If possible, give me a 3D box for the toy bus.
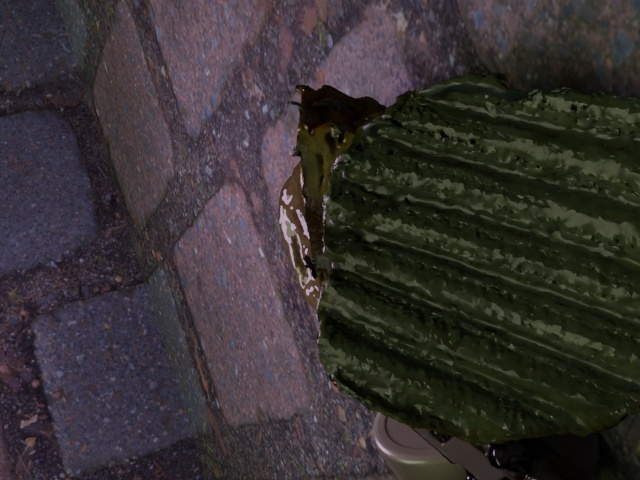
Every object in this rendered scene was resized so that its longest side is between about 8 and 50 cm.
[{"bbox_3d":[0.162,0.177,0.934,0.317,0.138,0.112,42,146,6],"label":"toy bus"}]

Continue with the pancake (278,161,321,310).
[{"bbox_3d":[0.000,0.000,1.391,0.294,0.049,0.294,43,141,50],"label":"pancake"}]

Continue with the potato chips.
[{"bbox_3d":[0.176,0.025,0.788,0.429,0.070,0.358,16,100,27],"label":"potato chips"}]

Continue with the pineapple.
[{"bbox_3d":[0.092,-0.088,1.065,0.286,0.209,0.344,-81,-15,-51],"label":"pineapple"}]

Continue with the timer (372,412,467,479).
[{"bbox_3d":[0.194,0.331,1.101,0.175,0.175,0.266,23,140,59],"label":"timer"}]
